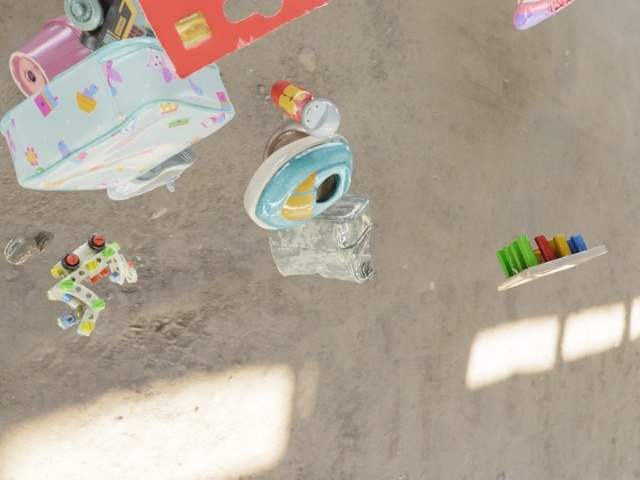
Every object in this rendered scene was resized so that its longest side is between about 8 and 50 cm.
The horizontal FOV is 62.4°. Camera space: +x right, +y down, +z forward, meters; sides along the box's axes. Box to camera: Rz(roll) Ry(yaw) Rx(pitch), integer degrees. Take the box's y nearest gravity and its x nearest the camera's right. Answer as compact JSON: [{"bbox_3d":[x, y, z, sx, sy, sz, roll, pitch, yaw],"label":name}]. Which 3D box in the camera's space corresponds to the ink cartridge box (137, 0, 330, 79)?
[{"bbox_3d":[-0.064,-0.241,0.329,0.181,0.056,0.225,-31,121,-9],"label":"ink cartridge box"}]

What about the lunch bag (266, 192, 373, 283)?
[{"bbox_3d":[0.000,0.000,1.578,0.212,0.305,0.256,-48,137,-53],"label":"lunch bag"}]

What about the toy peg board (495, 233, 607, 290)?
[{"bbox_3d":[0.439,0.028,1.047,0.160,0.161,0.079,-16,76,-6],"label":"toy peg board"}]

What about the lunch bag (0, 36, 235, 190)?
[{"bbox_3d":[-0.272,-0.162,0.729,0.108,0.279,0.224,68,24,-1],"label":"lunch bag"}]

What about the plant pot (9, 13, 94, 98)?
[{"bbox_3d":[-0.639,-0.427,1.295,0.201,0.201,0.180,60,42,-22],"label":"plant pot"}]

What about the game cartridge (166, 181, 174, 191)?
[{"bbox_3d":[-0.466,-0.198,1.636,0.017,0.056,0.083,-6,79,0],"label":"game cartridge"}]

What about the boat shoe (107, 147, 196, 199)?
[{"bbox_3d":[-0.436,-0.193,1.378,0.118,0.103,0.320,44,27,-9],"label":"boat shoe"}]

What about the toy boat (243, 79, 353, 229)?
[{"bbox_3d":[-0.028,-0.148,1.020,0.267,0.148,0.318,-35,147,-27],"label":"toy boat"}]

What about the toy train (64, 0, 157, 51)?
[{"bbox_3d":[-0.344,-0.485,1.006,0.190,0.334,0.142,34,26,-5],"label":"toy train"}]

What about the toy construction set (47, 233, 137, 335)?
[{"bbox_3d":[-0.665,0.114,1.565,0.215,0.151,0.328,53,27,-13],"label":"toy construction set"}]

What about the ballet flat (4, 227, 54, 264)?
[{"bbox_3d":[-0.806,0.006,1.447,0.058,0.250,0.084,31,96,-10],"label":"ballet flat"}]

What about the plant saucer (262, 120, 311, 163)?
[{"bbox_3d":[-0.062,-0.205,1.327,0.036,0.198,0.199,-11,97,-70],"label":"plant saucer"}]

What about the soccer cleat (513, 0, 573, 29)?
[{"bbox_3d":[0.486,-0.493,1.010,0.248,0.095,0.083,-40,151,11],"label":"soccer cleat"}]
